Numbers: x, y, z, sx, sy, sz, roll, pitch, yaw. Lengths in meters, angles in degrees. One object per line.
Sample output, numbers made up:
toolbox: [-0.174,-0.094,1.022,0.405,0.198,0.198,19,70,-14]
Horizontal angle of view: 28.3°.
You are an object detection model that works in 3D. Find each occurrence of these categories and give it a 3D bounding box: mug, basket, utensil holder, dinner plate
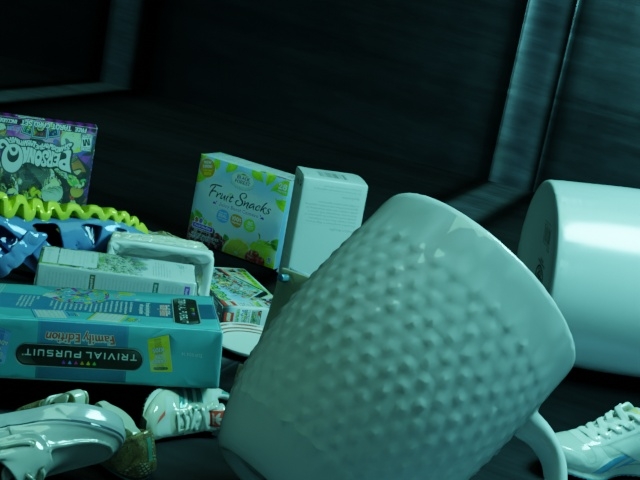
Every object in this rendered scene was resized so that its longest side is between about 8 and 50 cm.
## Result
mug: [0.096,0.192,1.348,0.374,0.328,0.276,45,-17,4]
basket: [-0.261,0.052,2.004,0.167,0.113,0.103,8,10,-11]
utensil holder: [0.540,0.076,2.108,0.385,0.328,0.327,7,14,-3]
dinner plate: [-0.102,0.154,1.912,0.141,0.017,0.141,10,15,-3]

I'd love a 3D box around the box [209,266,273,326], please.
box: [-0.144,0.093,2.083,0.114,0.036,0.207,4,16,-26]

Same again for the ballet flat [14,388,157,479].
ballet flat: [-0.268,0.210,1.463,0.206,0.067,0.073,18,16,27]

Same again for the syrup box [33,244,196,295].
syrup box: [-0.307,0.077,1.894,0.236,0.096,0.093,9,16,-11]

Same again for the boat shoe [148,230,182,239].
boat shoe: [-0.267,0.014,2.244,0.059,0.063,0.170,-8,22,-37]

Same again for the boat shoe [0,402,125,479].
boat shoe: [-0.325,0.229,1.309,0.267,0.096,0.088,4,46,-33]

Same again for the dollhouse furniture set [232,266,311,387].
dollhouse furniture set: [0.069,0.117,1.681,0.303,0.287,0.198,17,3,25]

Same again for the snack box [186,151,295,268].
snack box: [-0.141,-0.059,2.396,0.207,0.175,0.070,19,15,26]

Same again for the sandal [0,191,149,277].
sandal: [-0.428,0.005,2.040,0.317,0.138,0.126,6,-9,-29]

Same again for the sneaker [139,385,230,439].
sneaker: [-0.157,0.211,1.562,0.075,0.057,0.161,11,10,24]

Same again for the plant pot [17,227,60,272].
plant pot: [-0.462,0.010,2.176,0.236,0.032,0.236,10,14,-2]

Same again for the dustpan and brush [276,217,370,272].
dustpan and brush: [0.036,0.015,2.325,0.147,0.211,0.060,29,-15,51]

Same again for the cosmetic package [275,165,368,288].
cosmetic package: [0.000,0.000,2.153,0.117,0.231,0.085,8,14,-13]

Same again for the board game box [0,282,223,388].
board game box: [-0.303,0.120,1.647,0.335,0.079,0.254,4,7,-8]

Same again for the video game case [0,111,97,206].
video game case: [-0.528,-0.119,2.265,0.232,0.210,0.042,7,15,-19]

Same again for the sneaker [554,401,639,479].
sneaker: [0.390,0.265,1.697,0.228,0.092,0.087,2,18,-27]
